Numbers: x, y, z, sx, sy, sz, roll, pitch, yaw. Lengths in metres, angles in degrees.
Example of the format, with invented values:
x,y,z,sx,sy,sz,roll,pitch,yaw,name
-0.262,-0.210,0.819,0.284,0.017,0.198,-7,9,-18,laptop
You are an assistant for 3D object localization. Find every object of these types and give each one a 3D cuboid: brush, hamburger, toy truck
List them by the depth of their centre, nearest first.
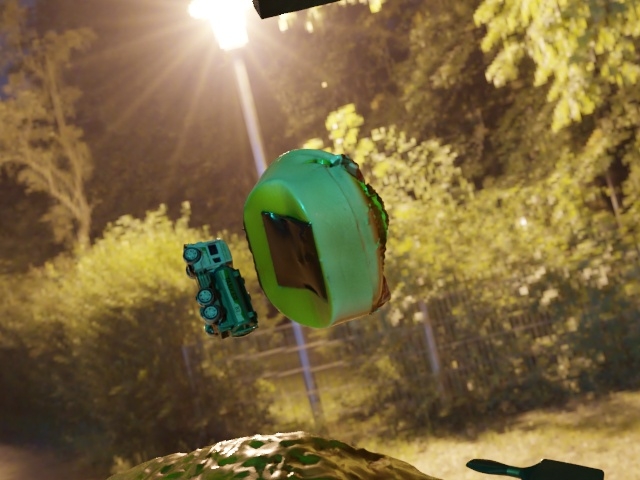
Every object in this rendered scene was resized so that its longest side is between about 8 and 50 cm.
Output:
x,y,z,sx,sy,sz,roll,pitch,yaw,name
-0.080,0.039,0.780,0.044,0.083,0.039,-17,-24,-11,toy truck
0.000,0.000,1.132,0.173,0.210,0.116,5,29,41,hamburger
0.277,0.309,1.293,0.193,0.016,0.063,5,39,40,brush

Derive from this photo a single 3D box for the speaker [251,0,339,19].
x,y,z,sx,sy,sz,roll,pitch,yaw,name
0.033,-0.291,0.989,0.218,0.082,0.044,-17,36,-10,speaker

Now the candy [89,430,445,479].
x,y,z,sx,sy,sz,roll,pitch,yaw,name
-0.016,0.195,0.342,0.259,0.260,0.118,-14,11,6,candy
